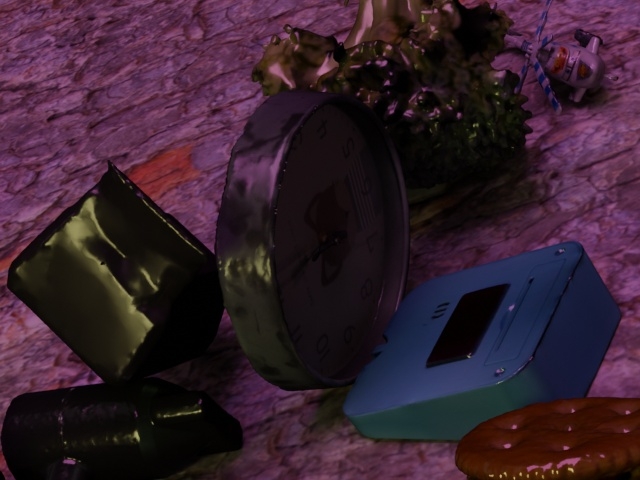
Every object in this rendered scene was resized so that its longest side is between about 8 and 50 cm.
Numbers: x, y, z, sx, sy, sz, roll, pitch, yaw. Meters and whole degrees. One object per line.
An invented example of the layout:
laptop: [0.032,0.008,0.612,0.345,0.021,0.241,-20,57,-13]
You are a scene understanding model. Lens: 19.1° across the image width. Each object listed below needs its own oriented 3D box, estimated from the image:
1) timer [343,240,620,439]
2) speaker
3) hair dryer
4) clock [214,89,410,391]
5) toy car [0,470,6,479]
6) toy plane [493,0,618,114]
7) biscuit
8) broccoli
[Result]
timer: [0.166,0.118,1.999,0.250,0.091,0.232,-12,32,38]
speaker: [-0.183,0.027,2.051,0.184,0.180,0.388,-47,-5,9]
hair dryer: [-0.227,0.276,1.994,0.244,0.116,0.302,-9,45,23]
clock: [0.000,0.000,2.029,0.067,0.325,0.325,0,38,29]
toy car: [-0.402,0.249,1.985,0.101,0.256,0.124,-23,34,4]
toy plane: [0.290,-0.230,2.453,0.273,0.107,0.182,169,115,-72]
biscuit: [0.234,0.197,1.750,0.220,0.066,0.220,-10,9,2]
broccoli: [0.117,-0.205,2.264,0.348,0.281,0.293,-4,-15,-46]
